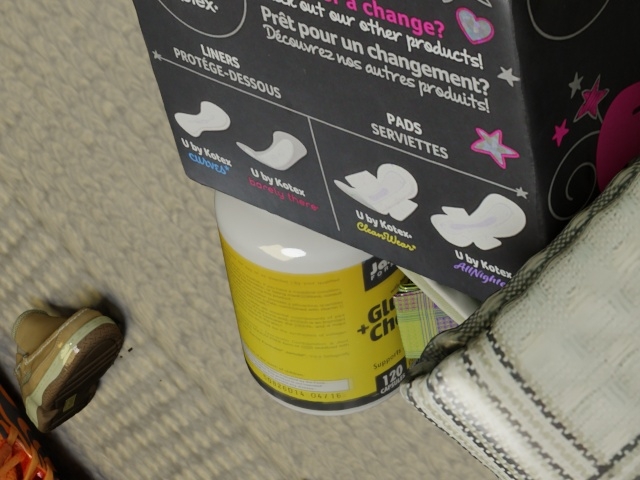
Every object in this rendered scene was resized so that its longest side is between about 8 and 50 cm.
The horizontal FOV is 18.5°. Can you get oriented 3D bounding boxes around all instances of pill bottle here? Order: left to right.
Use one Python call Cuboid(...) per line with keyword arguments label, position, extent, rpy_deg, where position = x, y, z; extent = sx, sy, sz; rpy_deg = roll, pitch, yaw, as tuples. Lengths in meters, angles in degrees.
Cuboid(label="pill bottle", position=(0.000, 0.000, 1.023), extent=(0.103, 0.103, 0.184), rpy_deg=(27, 147, 28))

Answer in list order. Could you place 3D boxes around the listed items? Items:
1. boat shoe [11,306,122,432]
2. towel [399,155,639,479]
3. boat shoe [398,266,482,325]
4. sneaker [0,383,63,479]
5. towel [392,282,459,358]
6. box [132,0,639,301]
Cuboid(label="boat shoe", position=(-0.196, 0.081, 1.417), extent=(0.072, 0.068, 0.190), rpy_deg=(54, 152, 8))
Cuboid(label="towel", position=(0.241, 0.032, 0.549), extent=(0.312, 0.324, 0.056), rpy_deg=(44, -174, -13))
Cuboid(label="boat shoe", position=(0.126, 0.045, 0.932), extent=(0.302, 0.094, 0.109), rpy_deg=(45, 151, 0))
Cuboid(label="sneaker", position=(-0.220, 0.201, 1.559), extent=(0.180, 0.124, 0.321), rpy_deg=(15, 150, 35))
Cuboid(label="towel", position=(0.082, 0.038, 1.014), extent=(0.083, 0.009, 0.060), rpy_deg=(-10, 137, 3))
Cuboid(label="box", position=(0.075, -0.120, 0.632), extent=(0.163, 0.247, 0.142), rpy_deg=(22, 145, 34))
